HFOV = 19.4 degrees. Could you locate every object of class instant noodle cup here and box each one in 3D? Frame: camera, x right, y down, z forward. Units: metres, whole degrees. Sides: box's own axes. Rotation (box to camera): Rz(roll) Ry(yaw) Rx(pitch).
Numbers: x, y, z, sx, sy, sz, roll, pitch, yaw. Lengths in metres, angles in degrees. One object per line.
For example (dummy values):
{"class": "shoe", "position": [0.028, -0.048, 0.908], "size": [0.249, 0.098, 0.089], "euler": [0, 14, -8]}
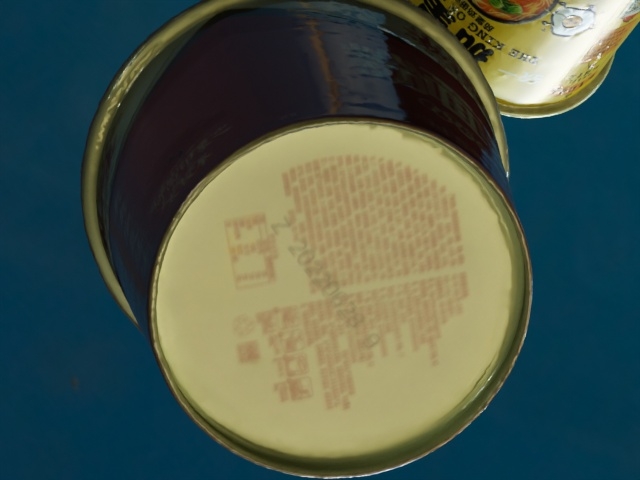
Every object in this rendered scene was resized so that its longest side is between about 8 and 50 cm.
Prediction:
{"class": "instant noodle cup", "position": [0.139, -0.186, 1.143], "size": [0.182, 0.144, 0.182], "euler": [10, -116, -21]}
{"class": "instant noodle cup", "position": [0.000, 0.000, 0.932], "size": [0.235, 0.178, 0.234], "euler": [-3, -70, -8]}
